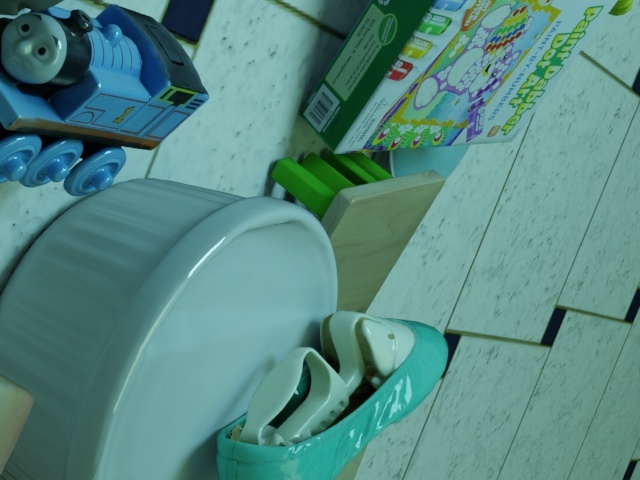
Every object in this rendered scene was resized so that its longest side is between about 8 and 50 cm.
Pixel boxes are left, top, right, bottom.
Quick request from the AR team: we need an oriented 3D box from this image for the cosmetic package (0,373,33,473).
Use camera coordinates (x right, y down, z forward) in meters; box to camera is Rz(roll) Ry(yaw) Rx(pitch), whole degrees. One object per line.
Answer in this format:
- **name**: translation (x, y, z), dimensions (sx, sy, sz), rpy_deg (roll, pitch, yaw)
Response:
- **cosmetic package**: translation (-0.283, 0.086, 0.747), dimensions (0.153, 0.129, 0.296), rpy_deg (-63, 154, -3)

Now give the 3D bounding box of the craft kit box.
- **craft kit box**: translation (0.135, -0.179, 1.269), dimensions (0.247, 0.061, 0.250), rpy_deg (-11, 143, -50)

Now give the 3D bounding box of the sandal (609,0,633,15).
- **sandal**: translation (0.226, -0.303, 1.409), dimensions (0.138, 0.126, 0.317), rpy_deg (-66, 156, -10)

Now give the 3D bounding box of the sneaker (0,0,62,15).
- **sneaker**: translation (-0.072, -0.256, 0.788), dimensions (0.341, 0.125, 0.139), rpy_deg (-41, 140, -4)

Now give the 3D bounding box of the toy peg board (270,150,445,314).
- **toy peg board**: translation (0.000, 0.000, 1.302), dimensions (0.161, 0.079, 0.160), rpy_deg (-14, 139, -58)

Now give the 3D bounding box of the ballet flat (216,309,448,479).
- **ballet flat**: translation (0.013, 0.099, 1.094), dimensions (0.247, 0.083, 0.087), rpy_deg (-42, 131, -44)

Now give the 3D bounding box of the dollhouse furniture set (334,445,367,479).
- **dollhouse furniture set**: translation (-0.053, 0.182, 1.354), dimensions (0.161, 0.101, 0.182), rpy_deg (15, 99, -39)

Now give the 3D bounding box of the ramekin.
- **ramekin**: translation (-0.112, 0.082, 1.074), dimensions (0.273, 0.127, 0.273), rpy_deg (-43, 146, -39)

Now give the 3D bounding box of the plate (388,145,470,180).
- **plate**: translation (0.104, -0.127, 1.430), dimensions (0.188, 0.024, 0.188), rpy_deg (-42, 145, -40)

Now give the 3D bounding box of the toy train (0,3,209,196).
- **toy train**: translation (-0.143, -0.084, 0.897), dimensions (0.105, 0.080, 0.184), rpy_deg (-41, 165, 15)
